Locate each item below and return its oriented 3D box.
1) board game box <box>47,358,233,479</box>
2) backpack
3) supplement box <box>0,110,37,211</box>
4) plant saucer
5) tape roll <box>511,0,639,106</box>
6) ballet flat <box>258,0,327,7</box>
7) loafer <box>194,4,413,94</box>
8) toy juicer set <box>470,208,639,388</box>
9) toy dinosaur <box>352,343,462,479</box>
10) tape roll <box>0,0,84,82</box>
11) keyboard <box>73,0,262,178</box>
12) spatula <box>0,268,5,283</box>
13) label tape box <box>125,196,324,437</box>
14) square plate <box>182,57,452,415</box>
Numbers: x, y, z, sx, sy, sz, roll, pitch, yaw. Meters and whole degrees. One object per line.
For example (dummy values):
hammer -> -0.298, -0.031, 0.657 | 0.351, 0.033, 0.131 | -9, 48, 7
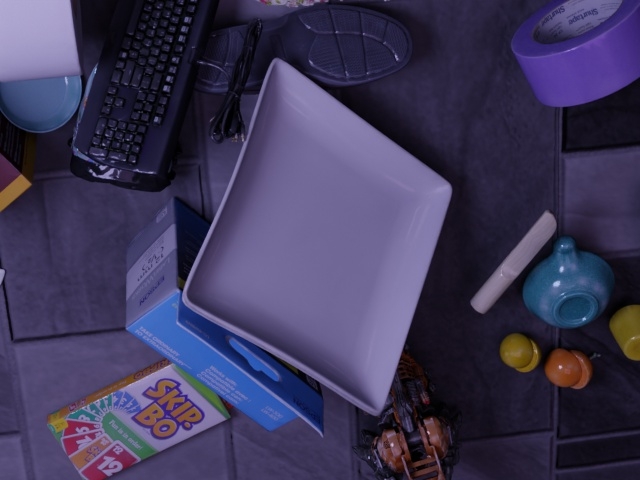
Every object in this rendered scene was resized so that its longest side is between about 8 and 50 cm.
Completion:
board game box -> -0.252, 0.250, 2.026 | 0.259, 0.039, 0.124 | -27, 116, 0
backpack -> -0.244, -0.160, 1.801 | 0.151, 0.115, 0.182 | 9, 109, -10
supplement box -> -0.468, -0.129, 1.734 | 0.129, 0.191, 0.194 | -39, 114, 8
plant saucer -> -0.366, -0.198, 1.793 | 0.119, 0.021, 0.119 | -3, 95, -33
tape roll -> 0.349, -0.260, 1.814 | 0.189, 0.189, 0.080 | -29, 115, 4
ballet flat -> 0.025, -0.348, 1.778 | 0.240, 0.077, 0.091 | -7, 85, -10
loafer -> -0.034, -0.241, 1.828 | 0.302, 0.095, 0.109 | -7, 84, -11
toy juicer set -> 0.330, 0.091, 2.028 | 0.209, 0.089, 0.329 | -34, 123, 20
toy dinosaur -> 0.121, 0.282, 1.990 | 0.164, 0.218, 0.322 | 3, 71, 5
tape roll -> -0.338, -0.329, 1.618 | 0.100, 0.286, 0.286 | -5, 114, -6
keyboard -> -0.169, -0.227, 1.712 | 0.201, 0.033, 0.317 | 13, 77, 5
spatula -> -0.567, 0.097, 1.913 | 0.242, 0.019, 0.168 | 9, 112, -13
label tape box -> -0.129, 0.119, 1.813 | 0.249, 0.348, 0.115 | 39, 107, -22
square plate -> 0.000, 0.000, 1.784 | 0.344, 0.049, 0.347 | 33, 65, -32
